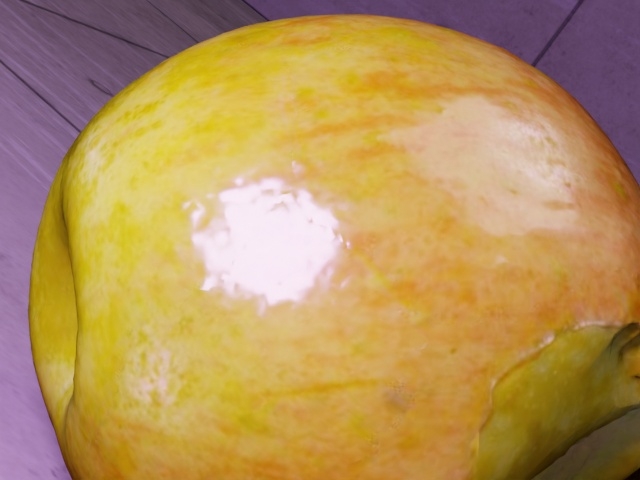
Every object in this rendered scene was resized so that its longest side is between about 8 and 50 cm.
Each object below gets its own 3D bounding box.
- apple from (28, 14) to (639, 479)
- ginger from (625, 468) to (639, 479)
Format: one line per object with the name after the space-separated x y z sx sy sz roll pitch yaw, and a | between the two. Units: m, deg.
0.007 0.045 0.849 0.339 0.339 0.339 35 10 -7 | apple
0.262 0.204 1.115 0.165 0.321 0.172 61 23 -22 | ginger
